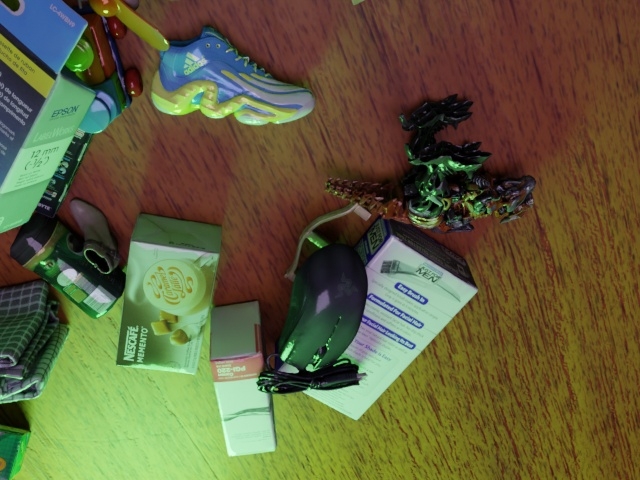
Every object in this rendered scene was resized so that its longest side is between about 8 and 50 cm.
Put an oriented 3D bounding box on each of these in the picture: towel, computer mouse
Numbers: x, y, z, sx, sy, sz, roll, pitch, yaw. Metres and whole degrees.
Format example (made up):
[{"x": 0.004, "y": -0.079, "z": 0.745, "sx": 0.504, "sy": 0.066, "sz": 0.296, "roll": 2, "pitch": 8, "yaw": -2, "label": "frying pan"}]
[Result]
[{"x": -0.566, "y": 0.173, "z": 1.216, "sx": 0.284, "sy": 0.235, "sz": 0.121, "roll": -9, "pitch": 111, "yaw": -1, "label": "towel"}, {"x": 0.013, "y": 0.138, "z": 1.201, "sx": 0.189, "sy": 0.072, "sz": 0.272, "roll": 0, "pitch": 115, "yaw": -25, "label": "computer mouse"}]

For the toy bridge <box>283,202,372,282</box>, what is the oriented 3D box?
[{"x": 0.000, "y": 0.000, "z": 1.286, "sx": 0.063, "sy": 0.026, "sz": 0.188, "roll": 37, "pitch": 110, "yaw": -20, "label": "toy bridge"}]

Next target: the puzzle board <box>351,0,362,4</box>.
[{"x": 0.084, "y": -0.403, "z": 1.073, "sx": 0.128, "sy": 0.011, "sz": 0.096, "roll": -25, "pitch": 118, "yaw": 8, "label": "puzzle board"}]

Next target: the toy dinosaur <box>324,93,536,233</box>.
[{"x": 0.181, "y": -0.083, "z": 1.194, "sx": 0.322, "sy": 0.164, "sz": 0.218, "roll": -17, "pitch": 139, "yaw": -20, "label": "toy dinosaur"}]

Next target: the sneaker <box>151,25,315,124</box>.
[{"x": -0.125, "y": -0.239, "z": 1.101, "sx": 0.240, "sy": 0.091, "sz": 0.126, "roll": 1, "pitch": 119, "yaw": -5, "label": "sneaker"}]

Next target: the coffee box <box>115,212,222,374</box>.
[{"x": -0.253, "y": 0.092, "z": 1.273, "sx": 0.141, "sy": 0.098, "sz": 0.246, "roll": 10, "pitch": 118, "yaw": -11, "label": "coffee box"}]

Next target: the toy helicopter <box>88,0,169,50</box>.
[{"x": -0.271, "y": -0.365, "z": 0.959, "sx": 0.355, "sy": 0.235, "sz": 0.140, "roll": 9, "pitch": 157, "yaw": 10, "label": "toy helicopter"}]

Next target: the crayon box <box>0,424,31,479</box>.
[{"x": -0.593, "y": 0.349, "z": 1.301, "sx": 0.165, "sy": 0.278, "sz": 0.081, "roll": 16, "pitch": 74, "yaw": -14, "label": "crayon box"}]

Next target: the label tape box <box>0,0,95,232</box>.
[{"x": -0.425, "y": -0.209, "z": 0.968, "sx": 0.249, "sy": 0.115, "sz": 0.347, "roll": 41, "pitch": 115, "yaw": 5, "label": "label tape box"}]

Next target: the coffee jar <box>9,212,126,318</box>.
[{"x": -0.406, "y": 0.039, "z": 1.231, "sx": 0.079, "sy": 0.096, "sz": 0.184, "roll": -40, "pitch": 115, "yaw": 14, "label": "coffee jar"}]

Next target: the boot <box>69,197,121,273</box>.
[{"x": -0.361, "y": -0.005, "z": 1.215, "sx": 0.042, "sy": 0.087, "sz": 0.118, "roll": -33, "pitch": 117, "yaw": 15, "label": "boot"}]

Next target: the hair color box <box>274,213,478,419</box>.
[{"x": 0.087, "y": 0.134, "z": 1.325, "sx": 0.185, "sy": 0.110, "sz": 0.339, "roll": 32, "pitch": 114, "yaw": -18, "label": "hair color box"}]

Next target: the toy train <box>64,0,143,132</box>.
[{"x": -0.324, "y": -0.276, "z": 1.031, "sx": 0.105, "sy": 0.143, "sz": 0.248, "roll": -10, "pitch": 120, "yaw": 0, "label": "toy train"}]

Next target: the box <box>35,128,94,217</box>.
[{"x": -0.467, "y": -0.154, "z": 1.141, "sx": 0.220, "sy": 0.051, "sz": 0.175, "roll": 24, "pitch": 115, "yaw": -17, "label": "box"}]

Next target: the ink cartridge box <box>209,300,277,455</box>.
[{"x": -0.134, "y": 0.240, "z": 1.334, "sx": 0.092, "sy": 0.158, "sz": 0.217, "roll": -9, "pitch": 120, "yaw": -2, "label": "ink cartridge box"}]
